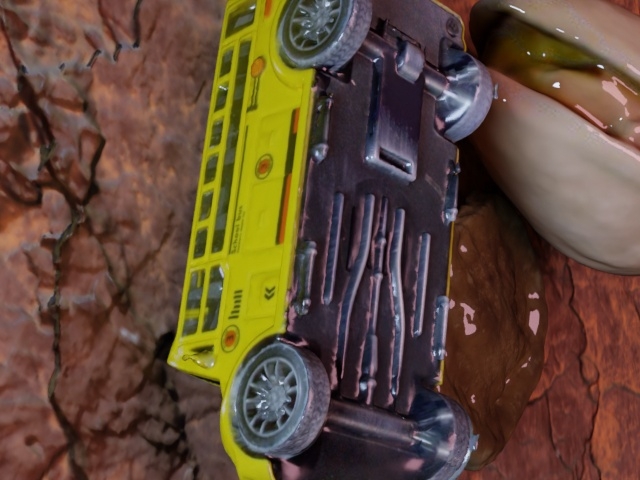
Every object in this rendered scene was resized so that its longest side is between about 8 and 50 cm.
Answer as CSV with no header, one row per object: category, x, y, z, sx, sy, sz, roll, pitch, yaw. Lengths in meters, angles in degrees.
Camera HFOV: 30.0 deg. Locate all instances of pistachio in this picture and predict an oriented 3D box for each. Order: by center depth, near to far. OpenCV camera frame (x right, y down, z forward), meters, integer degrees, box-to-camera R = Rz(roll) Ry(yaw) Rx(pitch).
pistachio,0.226,-0.089,0.974,0.318,0.214,0.194,34,80,-33

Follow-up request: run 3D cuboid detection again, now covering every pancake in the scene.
pancake,0.129,0.067,0.943,0.236,0.042,0.223,7,78,-59

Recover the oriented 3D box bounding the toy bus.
toy bus,0.000,0.000,0.718,0.144,0.152,0.330,23,66,-42
